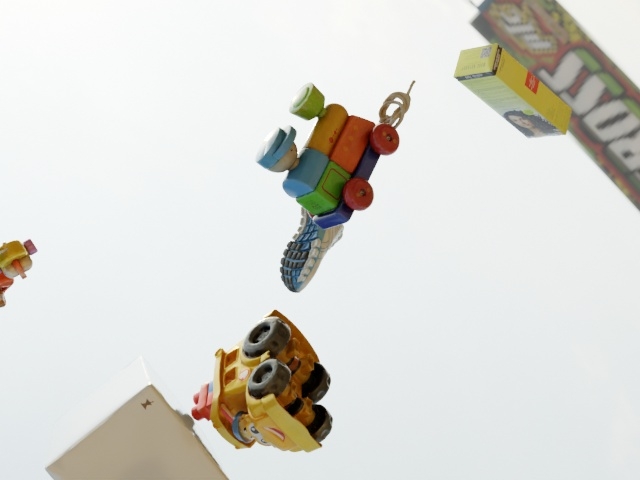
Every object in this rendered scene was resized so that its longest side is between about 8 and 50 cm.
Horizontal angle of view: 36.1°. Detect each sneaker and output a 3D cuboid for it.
[{"bbox_3d":[0.000,0.000,1.555,0.083,0.071,0.190,35,-111,-44],"label":"sneaker"}]

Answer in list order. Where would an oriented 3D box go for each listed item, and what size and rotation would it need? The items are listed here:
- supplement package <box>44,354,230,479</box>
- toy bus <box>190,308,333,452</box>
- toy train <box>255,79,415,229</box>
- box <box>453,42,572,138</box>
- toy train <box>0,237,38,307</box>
[{"bbox_3d":[-0.264,0.299,1.395,0.177,0.175,0.293,54,170,-8],"label":"supplement package"},{"bbox_3d":[-0.105,0.246,1.519,0.149,0.212,0.220,53,-163,-30],"label":"toy bus"},{"bbox_3d":[0.023,-0.151,1.252,0.143,0.105,0.248,37,-117,-23],"label":"toy train"},{"bbox_3d":[0.336,-0.254,1.704,0.232,0.087,0.058,30,-110,-37],"label":"box"},{"bbox_3d":[-0.379,0.048,1.101,0.046,0.125,0.166,55,-169,10],"label":"toy train"}]
